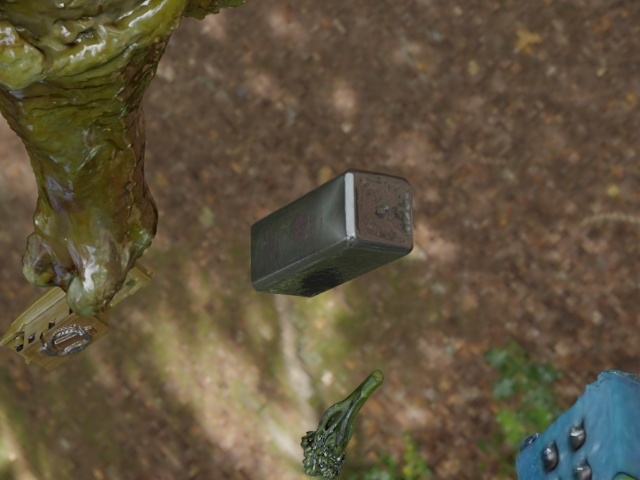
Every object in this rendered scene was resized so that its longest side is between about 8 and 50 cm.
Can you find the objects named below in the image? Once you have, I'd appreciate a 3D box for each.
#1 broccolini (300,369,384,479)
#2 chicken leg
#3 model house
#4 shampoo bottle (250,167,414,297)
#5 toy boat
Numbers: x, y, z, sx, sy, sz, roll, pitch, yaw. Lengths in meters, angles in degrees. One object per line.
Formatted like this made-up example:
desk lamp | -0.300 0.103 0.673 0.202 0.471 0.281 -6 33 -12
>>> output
broccolini | 0.024 0.225 1.902 0.068 0.091 0.203 28 128 9
chicken leg | -0.125 -0.124 0.895 0.140 0.211 0.361 49 161 28
model house | 0.360 0.331 1.621 0.237 0.303 0.215 25 128 -18
shampoo bottle | 0.000 0.000 1.496 0.246 0.079 0.080 -27 59 57
toy boat | -0.259 0.076 1.573 0.057 0.200 0.077 39 -152 -33
